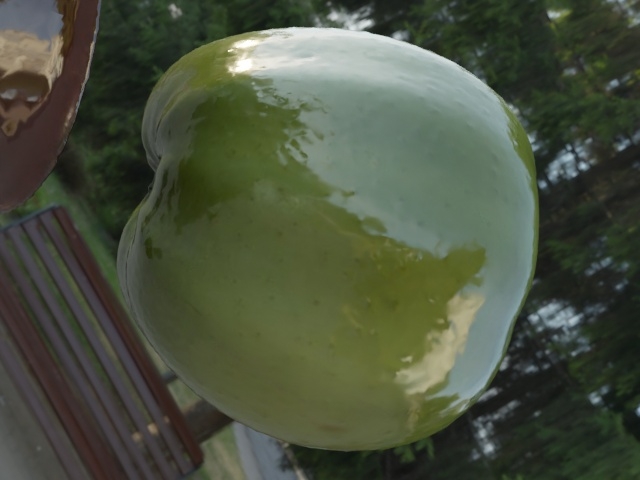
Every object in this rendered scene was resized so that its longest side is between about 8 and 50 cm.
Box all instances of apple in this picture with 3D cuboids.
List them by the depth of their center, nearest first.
[{"bbox_3d":[0.000,0.000,0.831,0.311,0.361,0.320,116,-13,-48],"label":"apple"}]

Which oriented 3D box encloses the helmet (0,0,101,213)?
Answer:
[{"bbox_3d":[-0.319,-0.187,0.548,0.338,0.230,0.384,-9,-85,46],"label":"helmet"}]
